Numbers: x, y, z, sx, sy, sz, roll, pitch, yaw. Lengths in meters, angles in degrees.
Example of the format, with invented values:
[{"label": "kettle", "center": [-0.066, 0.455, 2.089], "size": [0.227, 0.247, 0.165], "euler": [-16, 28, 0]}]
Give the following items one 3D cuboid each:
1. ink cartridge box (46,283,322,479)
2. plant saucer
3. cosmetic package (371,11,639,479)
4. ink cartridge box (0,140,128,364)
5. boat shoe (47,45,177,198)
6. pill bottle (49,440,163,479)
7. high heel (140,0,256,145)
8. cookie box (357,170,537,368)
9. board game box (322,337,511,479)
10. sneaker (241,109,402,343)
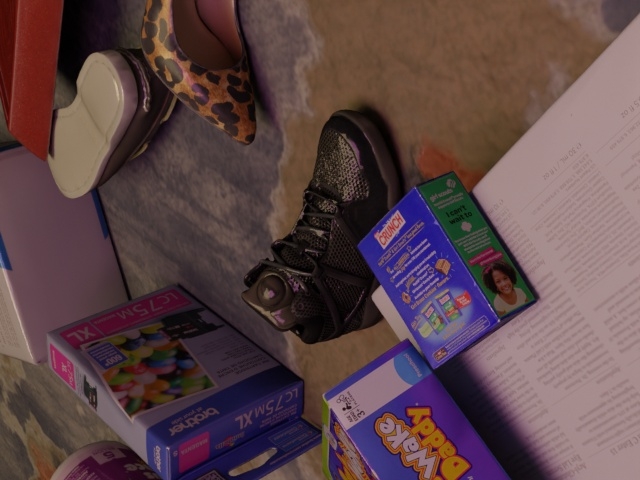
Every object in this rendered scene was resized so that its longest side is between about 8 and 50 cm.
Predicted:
[{"label": "ink cartridge box", "center": [-0.155, 0.164, 1.191], "size": [0.311, 0.185, 0.065], "euler": [34, 132, 39]}, {"label": "plant saucer", "center": [-0.364, -0.272, 1.268], "size": [0.259, 0.047, 0.258], "euler": [110, 146, -41]}, {"label": "cosmetic package", "center": [0.218, 0.056, 0.687], "size": [0.284, 0.097, 0.377], "euler": [59, 144, 15]}, {"label": "ink cartridge box", "center": [-0.467, 0.004, 1.548], "size": [0.395, 0.166, 0.285], "euler": [3, 111, 53]}, {"label": "boat shoe", "center": [-0.247, -0.136, 1.229], "size": [0.109, 0.091, 0.305], "euler": [63, 147, 5]}, {"label": "pill bottle", "center": [-0.258, 0.424, 1.505], "size": [0.301, 0.169, 0.169], "euler": [26, 129, 44]}, {"label": "high heel", "center": [-0.093, -0.230, 0.972], "size": [0.186, 0.093, 0.261], "euler": [-29, 90, 46]}, {"label": "cookie box", "center": [0.085, 0.021, 0.728], "size": [0.107, 0.040, 0.092], "euler": [59, 145, 12]}, {"label": "board game box", "center": [0.096, 0.240, 0.870], "size": [0.233, 0.078, 0.347], "euler": [55, 168, 18]}, {"label": "sneaker", "center": [0.000, 0.000, 0.934], "size": [0.087, 0.130, 0.228], "euler": [34, 133, 37]}]
